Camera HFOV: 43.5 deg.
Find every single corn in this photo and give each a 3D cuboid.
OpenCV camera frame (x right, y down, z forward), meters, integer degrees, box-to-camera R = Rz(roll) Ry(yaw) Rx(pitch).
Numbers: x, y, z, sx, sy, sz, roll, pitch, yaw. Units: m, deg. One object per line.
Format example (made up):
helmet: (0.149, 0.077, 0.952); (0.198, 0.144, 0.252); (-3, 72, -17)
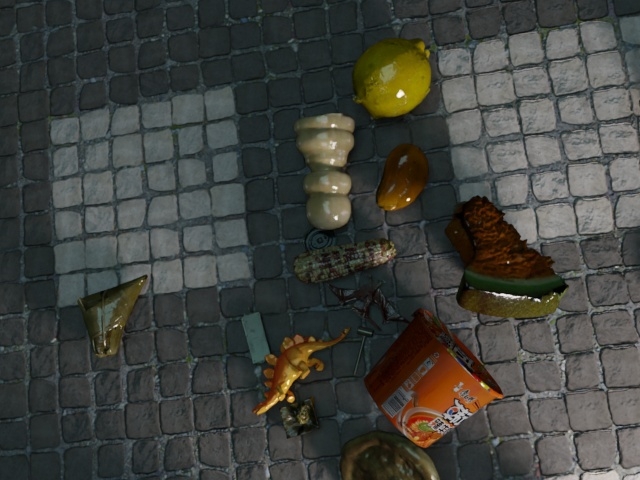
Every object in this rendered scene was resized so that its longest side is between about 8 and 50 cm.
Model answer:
corn: (0.054, 0.042, 1.829); (0.237, 0.079, 0.079); (-15, 77, 5)

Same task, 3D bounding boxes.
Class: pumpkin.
pumpkin: (-0.045, 0.396, 1.789); (0.083, 0.054, 0.074); (-18, 81, 2)

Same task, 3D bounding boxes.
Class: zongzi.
zongzi: (-0.472, 0.183, 1.905); (0.176, 0.078, 0.160); (-19, 82, -2)

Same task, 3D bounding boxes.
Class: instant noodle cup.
instant noodle cup: (0.223, 0.293, 1.669); (0.192, 0.250, 0.250); (-44, 75, 8)

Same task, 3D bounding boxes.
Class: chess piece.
chess piece: (0.017, -0.154, 1.850); (0.143, 0.143, 0.260); (-5, 82, 10)

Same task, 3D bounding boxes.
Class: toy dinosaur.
toy dinosaur: (0.112, 0.136, 1.821); (0.220, 0.032, 0.108); (23, 81, 12)
toy dinosaur: (-0.061, 0.272, 1.807); (0.117, 0.070, 0.288); (36, 76, 31)

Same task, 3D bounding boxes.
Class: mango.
mango: (0.189, -0.142, 1.837); (0.105, 0.084, 0.159); (23, 105, -1)

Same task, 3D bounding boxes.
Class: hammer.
hammer: (0.090, 0.251, 1.812); (0.035, 0.019, 0.110); (14, 87, 13)

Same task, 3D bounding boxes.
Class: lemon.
lemon: (0.166, -0.376, 1.838); (0.206, 0.173, 0.173); (-43, 74, 11)

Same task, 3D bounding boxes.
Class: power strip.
power strip: (-0.149, 0.219, 1.860); (0.051, 0.019, 0.136); (-20, 76, 8)

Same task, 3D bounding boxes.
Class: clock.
clock: (0.000, 0.000, 1.879); (0.083, 0.010, 0.074); (-31, 75, 4)

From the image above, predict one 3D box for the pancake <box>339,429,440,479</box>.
pancake: (0.141, 0.499, 1.684); (0.236, 0.042, 0.222); (12, 115, 32)

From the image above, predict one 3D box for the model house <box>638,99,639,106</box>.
model house: (0.799, -0.346, 1.693); (0.199, 0.219, 0.229); (14, 92, 25)

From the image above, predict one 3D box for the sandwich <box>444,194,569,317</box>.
sandwich: (0.360, 0.041, 1.735); (0.250, 0.162, 0.301); (-1, 57, -24)
